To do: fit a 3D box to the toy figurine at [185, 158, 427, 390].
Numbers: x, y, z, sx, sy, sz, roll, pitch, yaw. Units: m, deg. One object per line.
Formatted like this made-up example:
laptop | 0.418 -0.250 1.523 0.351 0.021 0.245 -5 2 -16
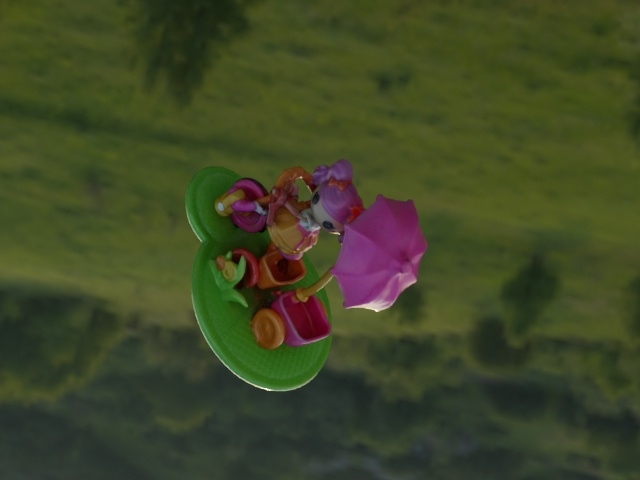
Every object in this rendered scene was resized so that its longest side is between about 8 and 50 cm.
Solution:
toy figurine | 0.000 0.000 1.332 0.130 0.173 0.159 -15 170 -47
